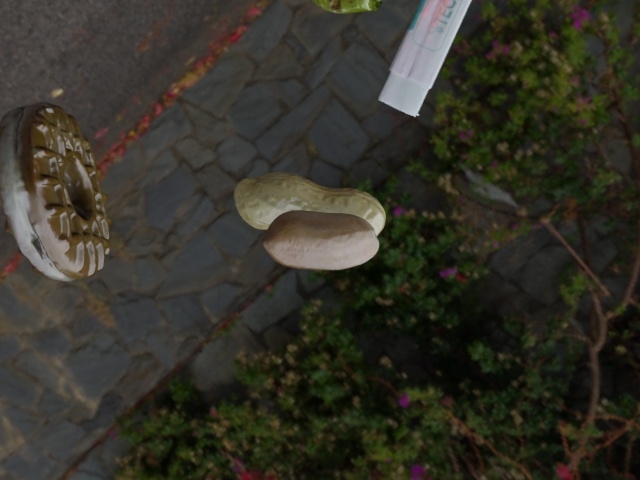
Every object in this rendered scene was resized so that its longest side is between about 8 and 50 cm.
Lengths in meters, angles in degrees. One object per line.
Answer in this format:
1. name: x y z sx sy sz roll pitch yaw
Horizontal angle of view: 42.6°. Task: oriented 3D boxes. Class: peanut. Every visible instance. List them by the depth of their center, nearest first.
1. peanut: 0.000 0.000 1.056 0.152 0.076 0.076 2 -174 9
2. peanut: -0.022 -0.050 1.457 0.111 0.275 0.125 -66 168 -51

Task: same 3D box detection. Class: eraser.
1. eraser: 0.133 -0.249 0.899 0.095 0.052 0.225 -55 170 -76

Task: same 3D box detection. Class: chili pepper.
1. chili pepper: 0.009 -0.302 0.981 0.043 0.208 0.048 -8 121 -35

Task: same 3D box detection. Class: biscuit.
1. biscuit: -0.468 -0.085 1.452 0.103 0.332 0.332 -12 -179 5
